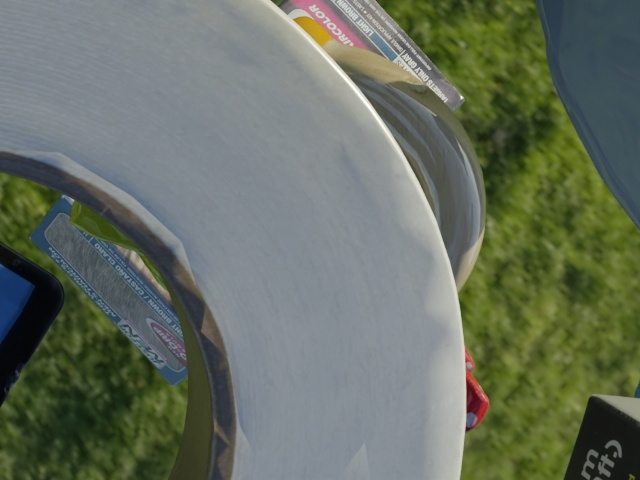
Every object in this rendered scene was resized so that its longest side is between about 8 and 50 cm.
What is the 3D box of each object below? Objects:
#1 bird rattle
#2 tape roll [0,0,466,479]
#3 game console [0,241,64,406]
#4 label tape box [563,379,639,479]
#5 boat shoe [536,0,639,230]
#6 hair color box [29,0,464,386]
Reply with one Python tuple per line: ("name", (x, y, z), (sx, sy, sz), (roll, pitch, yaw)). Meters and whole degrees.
("bird rattle", (0.000, 0.000, 0.861), (0.143, 0.253, 0.207), (-29, 159, -52))
("tape roll", (-0.138, 0.065, 0.588), (0.392, 0.072, 0.392), (-2, 99, -12))
("game console", (-0.201, 0.037, 0.732), (0.144, 0.124, 0.085), (33, 104, -13))
("label tape box", (0.168, 0.214, 0.813), (0.106, 0.334, 0.240), (14, 96, -20))
("boat shoe", (0.126, -0.132, 0.453), (0.156, 0.367, 0.136), (-2, 149, -38))
("hair color box", (-0.053, -0.062, 1.333), (0.347, 0.174, 0.105), (-46, -176, -31))
